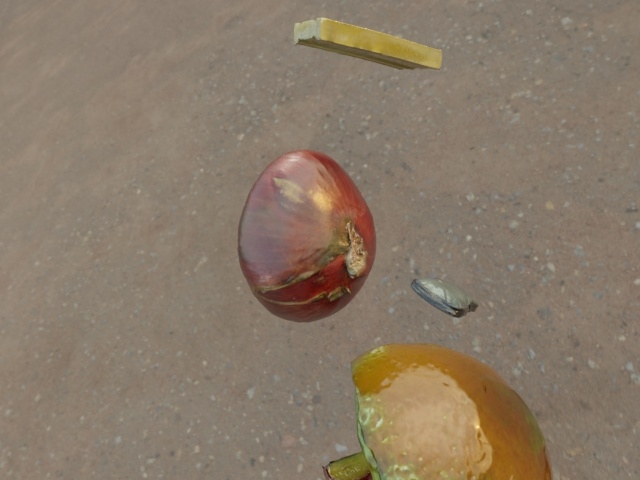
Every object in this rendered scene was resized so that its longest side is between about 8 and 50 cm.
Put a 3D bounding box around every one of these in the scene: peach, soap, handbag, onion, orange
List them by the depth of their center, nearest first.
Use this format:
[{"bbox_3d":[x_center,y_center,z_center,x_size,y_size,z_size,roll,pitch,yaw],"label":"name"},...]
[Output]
[{"bbox_3d":[0.177,0.262,0.685,0.196,0.334,0.262,-52,18,16],"label":"orange"},{"bbox_3d":[-0.007,-0.003,0.721,0.161,0.248,0.248,-3,50,19],"label":"onion"},{"bbox_3d":[0.048,0.352,0.770,0.077,0.083,0.050,-39,46,15],"label":"peach"},{"bbox_3d":[0.083,-0.323,0.853,0.092,0.252,0.037,27,113,55],"label":"soap"},{"bbox_3d":[0.428,0.187,1.736,0.191,0.332,0.075,33,103,25],"label":"handbag"}]
